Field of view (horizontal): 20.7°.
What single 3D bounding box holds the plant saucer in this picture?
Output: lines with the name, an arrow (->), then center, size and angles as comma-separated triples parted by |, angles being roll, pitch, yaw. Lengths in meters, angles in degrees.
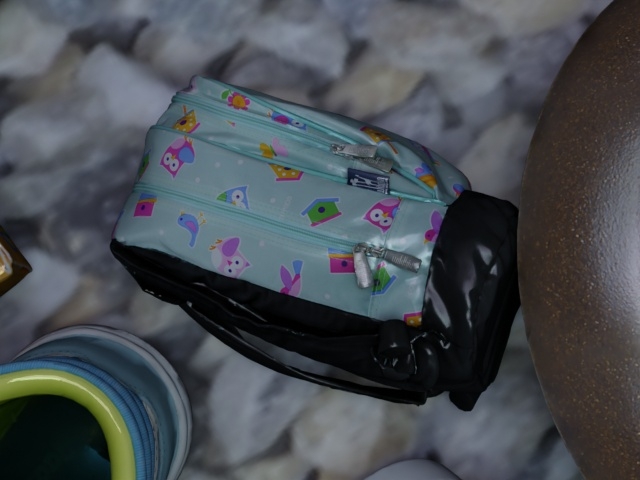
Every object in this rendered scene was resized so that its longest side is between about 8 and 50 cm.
plant saucer -> 0.231, 0.012, 0.764 | 0.310, 0.050, 0.311 | 4, 80, -23

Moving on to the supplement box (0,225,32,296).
supplement box -> -0.250, 0.053, 0.811 | 0.233, 0.080, 0.078 | -36, 86, -1

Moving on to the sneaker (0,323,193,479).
sneaker -> -0.177, 0.170, 0.735 | 0.127, 0.208, 0.319 | 32, 87, 1

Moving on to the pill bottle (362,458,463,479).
pill bottle -> 0.091, 0.185, 0.732 | 0.121, 0.121, 0.216 | -51, 47, -3

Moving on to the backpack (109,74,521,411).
backpack -> 0.000, 0.000, 0.791 | 0.182, 0.152, 0.115 | 19, 79, 13
